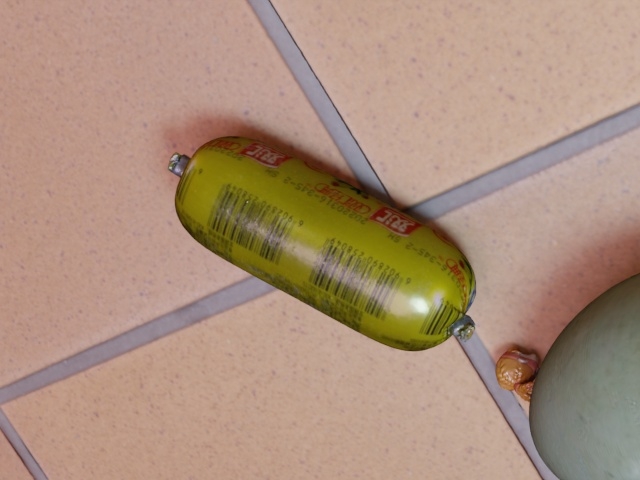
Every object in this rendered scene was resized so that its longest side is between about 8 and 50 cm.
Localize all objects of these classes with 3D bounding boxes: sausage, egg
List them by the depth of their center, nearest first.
[{"bbox_3d":[0.300,0.135,1.305,0.218,0.218,0.295,55,142,-7],"label":"egg"},{"bbox_3d":[0.000,0.000,1.456,0.347,0.123,0.123,29,127,13],"label":"sausage"}]

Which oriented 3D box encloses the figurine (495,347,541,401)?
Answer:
[{"bbox_3d":[0.222,0.133,1.456,0.109,0.047,0.064,10,144,18],"label":"figurine"}]
